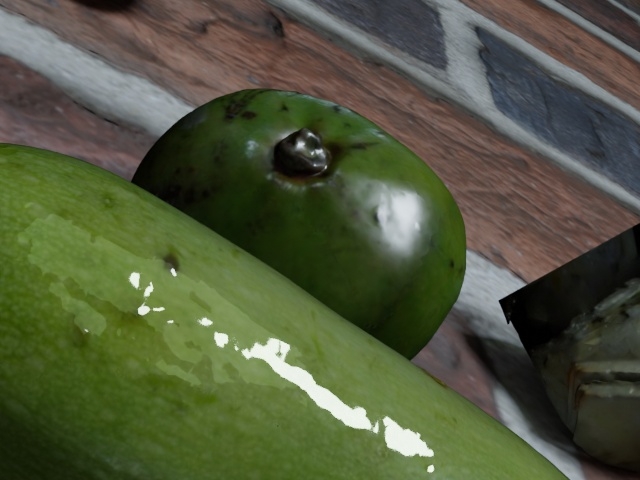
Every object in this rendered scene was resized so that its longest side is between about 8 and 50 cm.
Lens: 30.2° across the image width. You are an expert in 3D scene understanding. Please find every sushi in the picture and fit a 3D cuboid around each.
[{"bbox_3d":[0.242,0.093,0.722,0.273,0.134,0.109,32,34,-41],"label":"sushi"}]

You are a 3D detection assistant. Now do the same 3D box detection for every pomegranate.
[{"bbox_3d":[0.000,0.000,0.554,0.152,0.131,0.191,40,18,18],"label":"pomegranate"}]

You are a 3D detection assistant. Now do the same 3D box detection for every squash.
[{"bbox_3d":[0.000,0.090,0.416,0.370,0.118,0.118,33,25,-14],"label":"squash"}]
